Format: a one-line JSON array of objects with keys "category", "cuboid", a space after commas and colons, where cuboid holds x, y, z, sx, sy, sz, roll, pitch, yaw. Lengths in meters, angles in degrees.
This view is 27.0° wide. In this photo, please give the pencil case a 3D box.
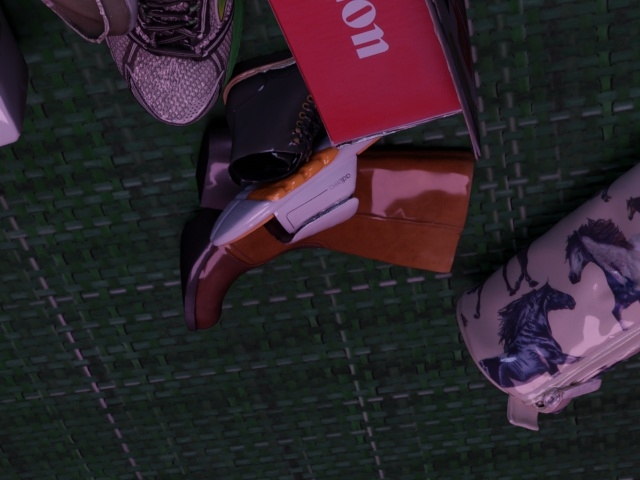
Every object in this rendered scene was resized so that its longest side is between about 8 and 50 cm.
[{"category": "pencil case", "cuboid": [0.333, 0.024, 1.336, 0.160, 0.183, 0.410, 19, 133, -42]}]

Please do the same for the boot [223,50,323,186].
[{"category": "boot", "cuboid": [0.005, -0.122, 1.214, 0.198, 0.137, 0.077, -22, 131, 18]}]

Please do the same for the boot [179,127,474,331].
[{"category": "boot", "cuboid": [0.000, 0.000, 1.388, 0.281, 0.096, 0.264, 5, 122, -14]}]

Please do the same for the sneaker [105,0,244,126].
[{"category": "sneaker", "cuboid": [-0.135, -0.226, 1.102, 0.134, 0.146, 0.343, -1, 136, 0]}]

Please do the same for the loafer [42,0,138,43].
[{"category": "loafer", "cuboid": [-0.248, -0.233, 1.011, 0.251, 0.087, 0.094, 42, 153, -22]}]

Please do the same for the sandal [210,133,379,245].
[{"category": "sandal", "cuboid": [0.019, -0.059, 1.240, 0.265, 0.102, 0.076, -36, 105, -4]}]

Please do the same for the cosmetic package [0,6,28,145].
[{"category": "cosmetic package", "cuboid": [-0.454, -0.142, 1.119, 0.366, 0.155, 0.197, -19, 123, 2]}]

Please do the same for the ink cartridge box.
[{"category": "ink cartridge box", "cuboid": [0.017, -0.235, 1.007, 0.130, 0.271, 0.309, -15, 133, 13]}]
